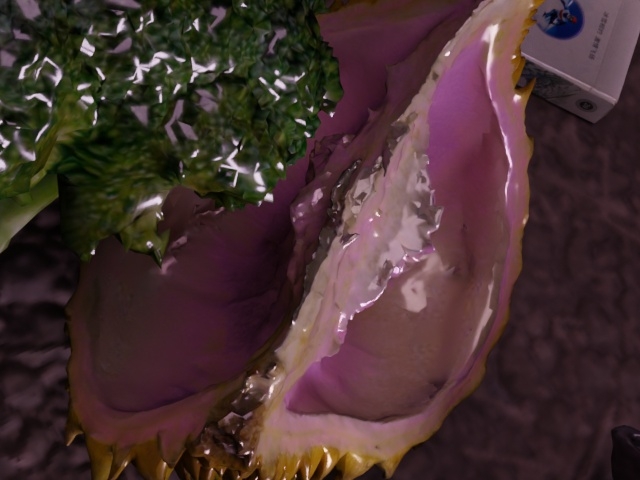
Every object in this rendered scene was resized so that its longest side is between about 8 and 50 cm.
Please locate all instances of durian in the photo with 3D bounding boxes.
[{"bbox_3d":[-0.001,-0.002,0.495,0.165,0.132,0.182,3,74,-9],"label":"durian"}]

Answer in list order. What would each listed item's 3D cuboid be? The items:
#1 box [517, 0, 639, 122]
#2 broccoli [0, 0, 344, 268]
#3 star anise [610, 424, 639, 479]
[{"bbox_3d":[0.089,-0.091,0.614,0.083,0.024,0.054,26,63,-7],"label":"box"},{"bbox_3d":[-0.165,-0.051,0.399,0.303,0.321,0.283,3,108,-28],"label":"broccoli"},{"bbox_3d":[0.219,0.153,0.521,0.282,0.129,0.212,30,59,3],"label":"star anise"}]
